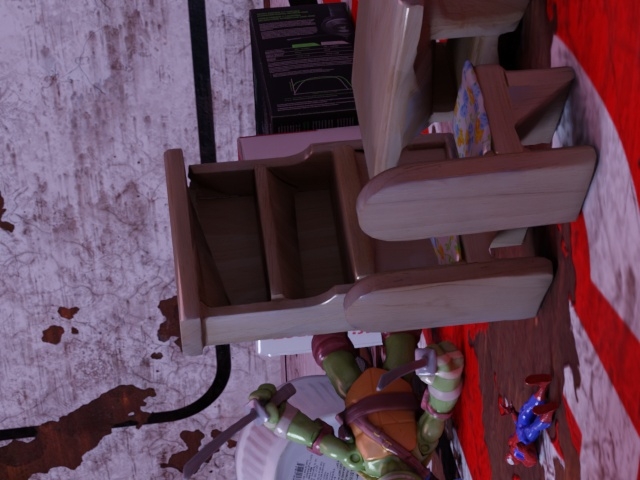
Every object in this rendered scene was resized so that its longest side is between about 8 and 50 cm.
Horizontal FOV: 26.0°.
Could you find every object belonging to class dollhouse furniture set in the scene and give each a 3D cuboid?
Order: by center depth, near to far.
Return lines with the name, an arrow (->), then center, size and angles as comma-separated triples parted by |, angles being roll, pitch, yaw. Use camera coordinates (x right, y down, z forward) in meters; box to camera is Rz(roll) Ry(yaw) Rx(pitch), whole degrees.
dollhouse furniture set -> 0.007, -0.089, 1.055 | 0.394, 0.257, 0.362 | 94, 168, -59

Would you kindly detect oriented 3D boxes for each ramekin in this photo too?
ramekin -> 0.009, 0.271, 1.647 | 0.109, 0.207, 0.207 | -157, 61, -73

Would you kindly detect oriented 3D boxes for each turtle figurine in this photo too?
turtle figurine -> 0.033, 0.117, 1.324 | 0.198, 0.275, 0.266 | -47, 32, 33

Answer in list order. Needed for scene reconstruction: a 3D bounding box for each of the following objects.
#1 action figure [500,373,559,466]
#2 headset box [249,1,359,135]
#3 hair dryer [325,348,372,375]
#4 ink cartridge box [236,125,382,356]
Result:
action figure -> 0.150, 0.137, 1.014 | 0.115, 0.030, 0.038 | 90, 167, -57
headset box -> -0.012, -0.135, 1.756 | 0.283, 0.131, 0.246 | -104, 10, -53
hair dryer -> 0.050, 0.170, 1.873 | 0.223, 0.080, 0.293 | 2, -92, -80
ink cartridge box -> 0.000, 0.000, 1.579 | 0.100, 0.172, 0.237 | -108, 14, -65
